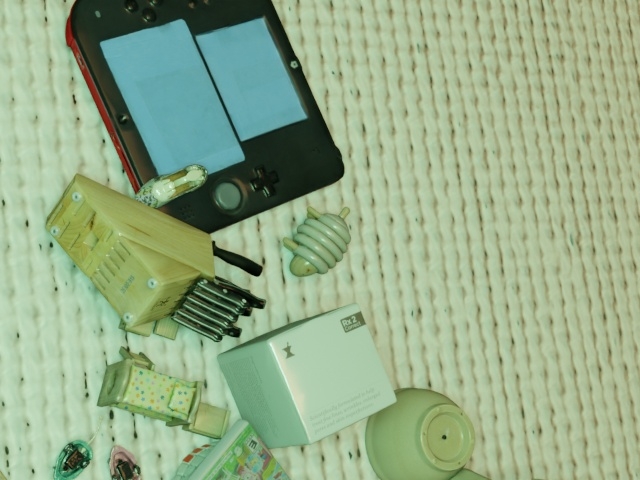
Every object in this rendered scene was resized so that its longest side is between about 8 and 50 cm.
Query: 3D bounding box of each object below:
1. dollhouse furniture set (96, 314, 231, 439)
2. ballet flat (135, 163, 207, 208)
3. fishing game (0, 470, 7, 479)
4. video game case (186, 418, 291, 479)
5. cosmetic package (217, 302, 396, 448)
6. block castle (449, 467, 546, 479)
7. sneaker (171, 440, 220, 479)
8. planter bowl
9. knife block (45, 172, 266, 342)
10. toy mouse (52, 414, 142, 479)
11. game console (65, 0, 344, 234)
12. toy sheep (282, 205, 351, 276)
[{"bbox_3d":[-0.186,0.169,1.533,0.182,0.101,0.160,20,70,-23],"label":"dollhouse furniture set"},{"bbox_3d":[-0.203,-0.077,1.551,0.114,0.041,0.041,-28,92,-32],"label":"ballet flat"},{"bbox_3d":[-0.484,0.372,1.368,0.264,0.041,0.189,-36,99,-29],"label":"fishing game"},{"bbox_3d":[-0.123,0.382,1.522,0.212,0.023,0.193,-49,125,-27],"label":"video game case"},{"bbox_3d":[-0.022,0.191,1.566,0.151,0.184,0.151,-22,89,-29],"label":"cosmetic package"},{"bbox_3d":[0.387,0.514,1.645,0.453,0.213,0.302,14,88,-29],"label":"block castle"},{"bbox_3d":[-0.168,0.338,1.541,0.158,0.061,0.064,-39,129,-35],"label":"sneaker"},{"bbox_3d":[0.162,0.296,1.682,0.162,0.109,0.162,7,75,-26],"label":"planter bowl"},{"bbox_3d":[-0.207,0.023,1.549,0.275,0.088,0.242,47,26,15],"label":"knife block"},{"bbox_3d":[-0.296,0.303,1.485,0.161,0.031,0.143,2,78,-27],"label":"toy mouse"},{"bbox_3d":[-0.164,-0.216,1.657,0.342,0.060,0.386,-24,91,-29],"label":"game console"},{"bbox_3d":[0.000,0.000,1.679,0.091,0.091,0.132,39,82,-15],"label":"toy sheep"}]
